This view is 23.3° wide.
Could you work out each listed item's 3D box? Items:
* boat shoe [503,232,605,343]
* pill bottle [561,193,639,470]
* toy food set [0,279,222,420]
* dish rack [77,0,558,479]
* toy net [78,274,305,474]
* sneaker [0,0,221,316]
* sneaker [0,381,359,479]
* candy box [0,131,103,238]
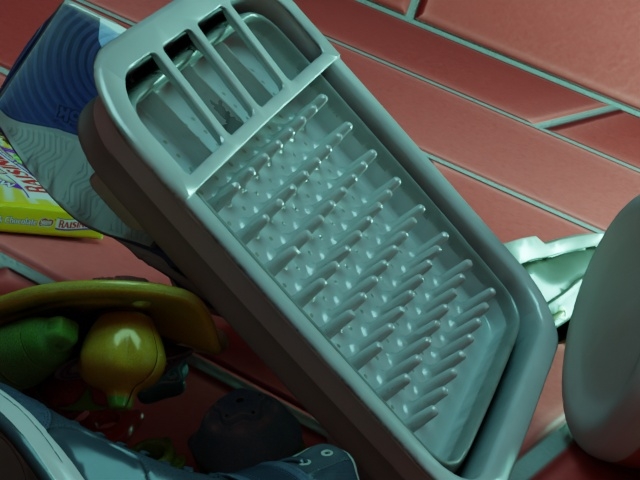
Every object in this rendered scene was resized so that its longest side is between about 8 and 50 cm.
[{"bbox_3d":[0.190,0.047,1.339,0.109,0.091,0.305,-20,-8,29],"label":"boat shoe"},{"bbox_3d":[0.385,0.103,1.168,0.363,0.210,0.210,15,18,-9],"label":"pill bottle"},{"bbox_3d":[-0.151,0.080,0.886,0.218,0.071,0.128,-17,-23,41],"label":"toy food set"},{"bbox_3d":[0.000,0.000,0.950,0.333,0.072,0.285,48,27,-5],"label":"dish rack"},{"bbox_3d":[-0.110,0.093,0.997,0.122,0.045,0.232,-23,33,-22],"label":"toy net"},{"bbox_3d":[-0.101,-0.020,1.120,0.315,0.127,0.182,37,-14,-10],"label":"sneaker"},{"bbox_3d":[-0.079,0.133,0.803,0.226,0.086,0.163,38,35,25],"label":"sneaker"},{"bbox_3d":[-0.264,-0.056,1.298,0.105,0.027,0.206,2,24,-33],"label":"candy box"}]
